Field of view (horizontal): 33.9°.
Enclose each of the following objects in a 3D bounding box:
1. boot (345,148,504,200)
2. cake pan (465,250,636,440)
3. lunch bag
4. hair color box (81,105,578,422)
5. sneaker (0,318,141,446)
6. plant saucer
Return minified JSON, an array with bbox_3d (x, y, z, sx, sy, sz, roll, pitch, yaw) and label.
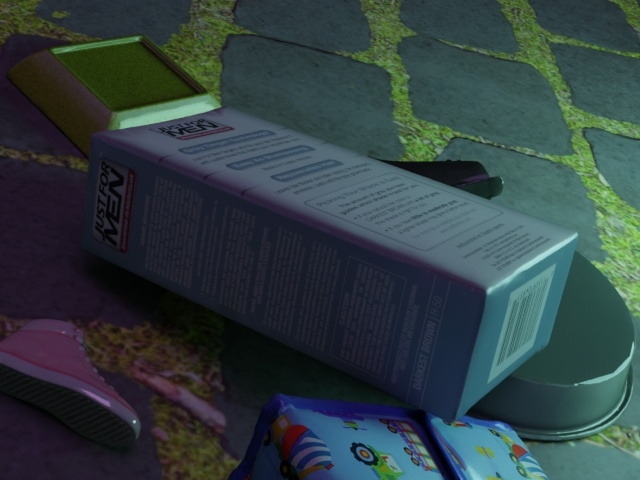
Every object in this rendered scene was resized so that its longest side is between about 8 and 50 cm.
[{"bbox_3d":[0.087,-0.059,1.070,0.137,0.077,0.198,-17,29,-10],"label":"boot"},{"bbox_3d":[0.179,0.066,1.025,0.293,0.054,0.293,14,36,-10],"label":"cake pan"},{"bbox_3d":[0.100,0.230,0.734,0.293,0.138,0.221,6,34,-39],"label":"lunch bag"},{"bbox_3d":[0.000,0.000,0.884,0.374,0.114,0.185,23,25,27],"label":"hair color box"},{"bbox_3d":[-0.184,0.102,0.801,0.134,0.051,0.070,23,40,12],"label":"sneaker"},{"bbox_3d":[-0.213,-0.167,1.149,0.188,0.045,0.188,-20,51,-42],"label":"plant saucer"}]
